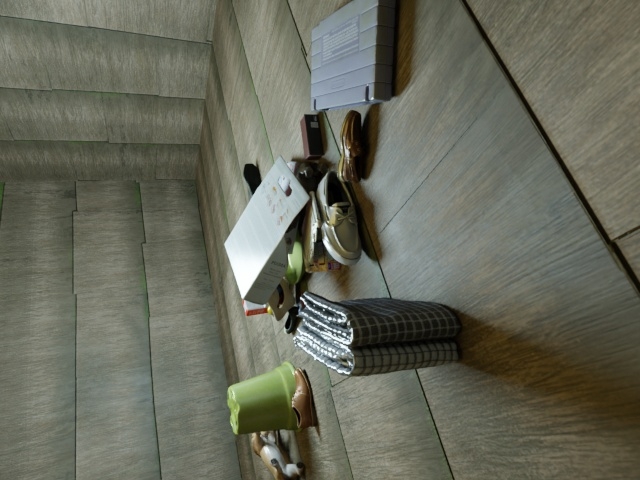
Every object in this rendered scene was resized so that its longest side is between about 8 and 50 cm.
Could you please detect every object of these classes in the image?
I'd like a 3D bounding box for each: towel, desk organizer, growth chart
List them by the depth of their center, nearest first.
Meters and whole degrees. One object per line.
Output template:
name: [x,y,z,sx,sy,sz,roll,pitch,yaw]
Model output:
towel: [0.099,0.172,0.836,0.283,0.235,0.121,-178,87,-65]
growth chart: [-0.031,-0.018,1.180,0.237,0.021,0.172,104,161,-49]
desk organizer: [-0.028,-0.315,1.267,0.050,0.047,0.130,156,107,-68]

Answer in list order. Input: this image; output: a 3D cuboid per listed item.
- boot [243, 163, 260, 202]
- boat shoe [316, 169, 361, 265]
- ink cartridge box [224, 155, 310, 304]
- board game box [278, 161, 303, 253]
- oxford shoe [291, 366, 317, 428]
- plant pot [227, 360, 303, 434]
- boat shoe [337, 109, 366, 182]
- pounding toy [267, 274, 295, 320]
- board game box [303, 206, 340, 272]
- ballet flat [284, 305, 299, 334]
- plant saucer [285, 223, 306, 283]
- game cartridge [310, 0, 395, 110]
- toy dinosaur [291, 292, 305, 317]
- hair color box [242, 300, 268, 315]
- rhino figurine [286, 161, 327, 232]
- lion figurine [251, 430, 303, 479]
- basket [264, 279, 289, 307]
boot: [-0.323,-0.245,1.924,0.137,0.076,0.198,120,141,-60]
boat shoe: [0.053,-0.066,1.078,0.088,0.096,0.268,112,153,-54]
ink cartridge box: [-0.157,-0.039,1.317,0.385,0.091,0.308,-55,37,18]
board game box: [-0.125,-0.120,1.443,0.193,0.053,0.305,24,105,64]
oxford shoe: [-0.073,0.569,1.498,0.076,0.076,0.212,120,141,-55]
plant pot: [-0.227,0.645,1.639,0.276,0.253,0.276,175,90,-66]
boat shoe: [0.085,-0.228,1.019,0.060,0.064,0.178,19,117,31]
pounding toy: [-0.194,0.167,1.470,0.270,0.154,0.155,65,166,-12]
board game box: [0.000,0.000,1.260,0.147,0.045,0.194,168,98,-66]
ballet flat: [-0.120,0.306,1.584,0.173,0.049,0.057,110,145,-44]
plant saucer: [-0.095,0.036,1.493,0.241,0.037,0.241,177,90,-66]
game cartridge: [0.067,-0.446,1.013,0.355,0.068,0.230,-152,64,-63]
toy dinosaur: [-0.062,0.232,1.480,0.090,0.047,0.082,23,103,18]
hair color box: [-0.256,0.277,1.774,0.043,0.141,0.072,107,148,-41]
rhino figurine: [-0.059,-0.133,1.276,0.243,0.073,0.106,-69,25,10]
lion figurine: [-0.190,0.927,1.756,0.392,0.142,0.240,48,144,48]
basket: [-0.185,0.164,1.640,0.113,0.103,0.167,-132,43,-54]
